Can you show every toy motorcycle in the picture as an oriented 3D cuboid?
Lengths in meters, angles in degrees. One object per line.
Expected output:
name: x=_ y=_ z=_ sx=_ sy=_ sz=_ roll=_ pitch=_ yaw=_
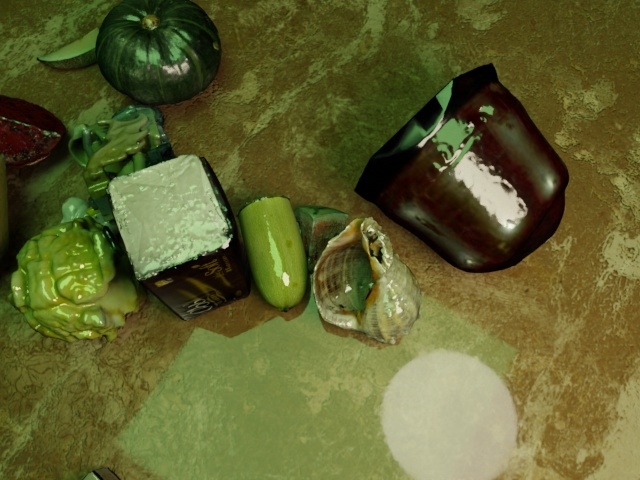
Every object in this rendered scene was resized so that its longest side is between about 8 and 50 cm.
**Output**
toy motorcycle: x=-0.435 y=-0.191 z=1.181 sx=0.236 sy=0.169 sz=0.410 roll=-26 pitch=45 yaw=-13

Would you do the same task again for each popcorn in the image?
popcorn: x=-0.503 y=0.096 z=1.097 sx=0.237 sy=0.293 sz=0.293 roll=-34 pitch=74 yaw=-15

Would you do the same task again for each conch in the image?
conch: x=0.104 y=0.088 z=1.110 sx=0.209 sy=0.159 sz=0.292 roll=-7 pitch=101 yaw=18

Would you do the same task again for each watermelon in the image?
watermelon: x=0.007 y=-0.014 z=1.179 sx=0.097 sy=0.121 sz=0.159 roll=0 pitch=75 yaw=-21

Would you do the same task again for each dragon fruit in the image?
dragon fruit: x=-0.788 y=-0.267 z=1.273 sx=0.316 sy=0.205 sz=0.152 roll=16 pitch=111 yaw=-20

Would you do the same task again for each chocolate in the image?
chocolate: x=0.315 y=-0.100 z=1.066 sx=0.383 sy=0.384 sz=0.331 roll=-36 pitch=76 yaw=-9

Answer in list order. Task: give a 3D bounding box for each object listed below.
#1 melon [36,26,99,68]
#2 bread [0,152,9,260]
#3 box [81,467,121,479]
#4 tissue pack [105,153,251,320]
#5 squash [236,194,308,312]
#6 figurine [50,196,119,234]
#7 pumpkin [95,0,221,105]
melon: x=-0.657 y=-0.498 z=1.386 sx=0.182 sy=0.054 sz=0.098 roll=-30 pitch=68 yaw=-8
bread: x=-0.832 y=-0.008 z=1.130 sx=0.394 sy=0.239 sz=0.264 roll=-19 pitch=106 yaw=-4
box: x=-0.390 y=0.623 z=1.002 sx=0.310 sy=0.084 sz=0.198 roll=37 pitch=77 yaw=13
tissue pack: x=-0.258 y=0.010 z=1.049 sx=0.198 sy=0.370 sz=0.210 roll=-25 pitch=72 yaw=-10
squash: x=-0.095 y=0.035 z=1.154 sx=0.132 sy=0.132 sz=0.247 roll=-17 pitch=74 yaw=-3
figurine: x=-0.553 y=-0.036 z=1.219 sx=0.177 sy=0.109 sz=0.130 roll=2 pitch=94 yaw=6
pumpkin: x=-0.392 y=-0.464 z=1.287 sx=0.299 sy=0.207 sz=0.301 roll=0 pitch=57 yaw=1
